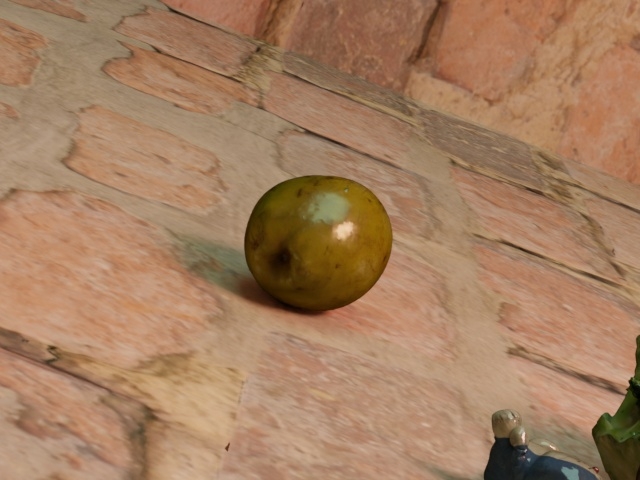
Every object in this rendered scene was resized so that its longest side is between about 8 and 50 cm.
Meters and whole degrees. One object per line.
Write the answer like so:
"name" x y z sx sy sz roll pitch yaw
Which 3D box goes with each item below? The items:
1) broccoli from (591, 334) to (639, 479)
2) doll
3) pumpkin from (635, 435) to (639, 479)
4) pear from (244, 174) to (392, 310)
"broccoli" 0.267 0.123 1.183 0.156 0.195 0.195 -22 31 -19
"doll" 0.139 0.145 1.095 0.083 0.050 0.076 29 -3 37
"pumpkin" 0.144 0.171 0.489 0.242 0.325 0.232 42 56 12
"pear" 0.000 0.000 1.349 0.107 0.107 0.131 28 22 26
